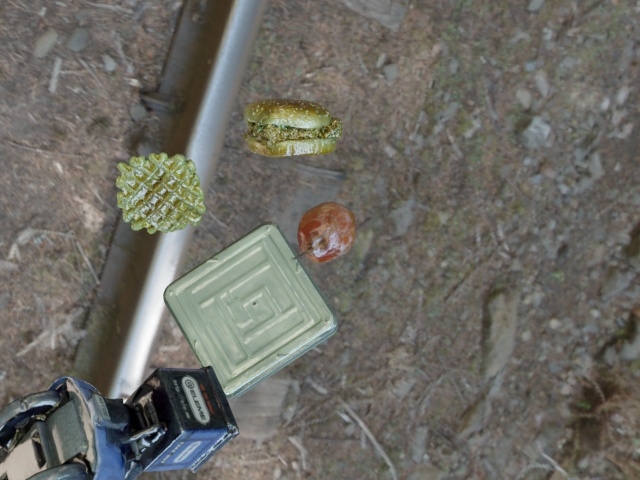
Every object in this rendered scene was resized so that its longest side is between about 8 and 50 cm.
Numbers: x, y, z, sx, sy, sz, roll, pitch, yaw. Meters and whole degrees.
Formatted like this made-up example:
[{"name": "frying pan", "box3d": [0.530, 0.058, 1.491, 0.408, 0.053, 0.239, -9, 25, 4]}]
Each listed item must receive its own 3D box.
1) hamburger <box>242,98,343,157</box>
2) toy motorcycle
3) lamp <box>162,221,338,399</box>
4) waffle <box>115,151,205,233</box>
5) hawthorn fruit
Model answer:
[{"name": "hamburger", "box3d": [-0.060, -0.252, 1.752, 0.215, 0.189, 0.122, -3, 103, -14]}, {"name": "toy motorcycle", "box3d": [-0.259, 0.261, 0.804, 0.212, 0.125, 0.358, 14, 130, -48]}, {"name": "lamp", "box3d": [-0.136, 0.131, 1.529, 0.269, 0.266, 0.047, -34, 158, -3]}, {"name": "waffle", "box3d": [-0.316, -0.091, 1.563, 0.169, 0.036, 0.184, -7, 123, -3]}, {"name": "hawthorn fruit", "box3d": [0.000, 0.000, 0.885, 0.103, 0.066, 0.067, -54, 140, -53]}]
